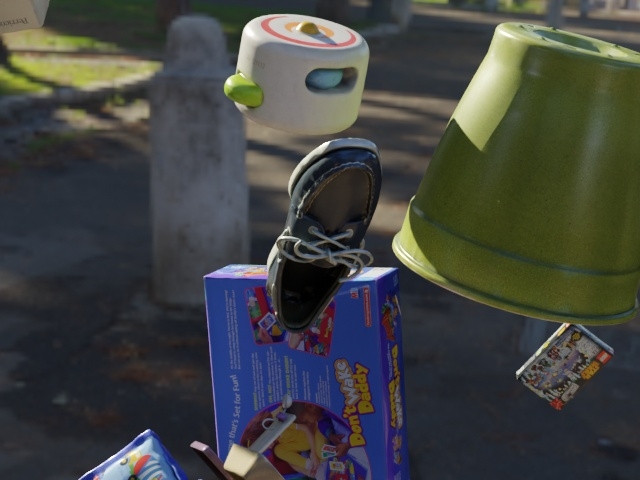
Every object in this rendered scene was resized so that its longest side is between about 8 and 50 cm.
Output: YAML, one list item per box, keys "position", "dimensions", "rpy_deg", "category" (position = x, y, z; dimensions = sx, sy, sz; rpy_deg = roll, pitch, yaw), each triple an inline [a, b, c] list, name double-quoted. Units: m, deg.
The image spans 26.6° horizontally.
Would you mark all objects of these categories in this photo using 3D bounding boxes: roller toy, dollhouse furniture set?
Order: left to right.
- position: [-0.024, 0.163, 1.010]
  dimensions: [0.081, 0.091, 0.114]
  rpy_deg: [-44, 14, -17]
  category: "dollhouse furniture set"
- position: [-0.027, -0.255, 2.011]
  dimensions: [0.191, 0.146, 0.209]
  rpy_deg: [14, 25, 8]
  category: "roller toy"

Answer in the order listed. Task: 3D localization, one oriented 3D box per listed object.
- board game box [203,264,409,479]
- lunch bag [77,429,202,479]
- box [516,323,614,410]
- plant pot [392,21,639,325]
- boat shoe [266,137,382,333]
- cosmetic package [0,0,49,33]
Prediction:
- position: [-0.014, 0.207, 1.694]
  dimensions: [0.233, 0.347, 0.078]
  rpy_deg: [1, 11, 23]
  category: "board game box"
- position: [-0.216, 0.373, 1.503]
  dimensions: [0.138, 0.293, 0.221]
  rpy_deg: [34, 15, -48]
  category: "lunch bag"
- position: [0.402, 0.204, 2.225]
  dimensions: [0.094, 0.137, 0.027]
  rpy_deg: [36, 21, -9]
  category: "box"
- position: [0.320, -0.114, 1.923]
  dimensions: [0.366, 0.353, 0.366]
  rpy_deg: [12, 17, -4]
  category: "plant pot"
- position: [0.000, 0.000, 1.311]
  dimensions: [0.095, 0.254, 0.079]
  rpy_deg: [9, 53, -18]
  category: "boat shoe"
- position: [-0.387, -0.352, 1.332]
  dimensions: [0.160, 0.309, 0.113]
  rpy_deg: [-8, 45, 8]
  category: "cosmetic package"
